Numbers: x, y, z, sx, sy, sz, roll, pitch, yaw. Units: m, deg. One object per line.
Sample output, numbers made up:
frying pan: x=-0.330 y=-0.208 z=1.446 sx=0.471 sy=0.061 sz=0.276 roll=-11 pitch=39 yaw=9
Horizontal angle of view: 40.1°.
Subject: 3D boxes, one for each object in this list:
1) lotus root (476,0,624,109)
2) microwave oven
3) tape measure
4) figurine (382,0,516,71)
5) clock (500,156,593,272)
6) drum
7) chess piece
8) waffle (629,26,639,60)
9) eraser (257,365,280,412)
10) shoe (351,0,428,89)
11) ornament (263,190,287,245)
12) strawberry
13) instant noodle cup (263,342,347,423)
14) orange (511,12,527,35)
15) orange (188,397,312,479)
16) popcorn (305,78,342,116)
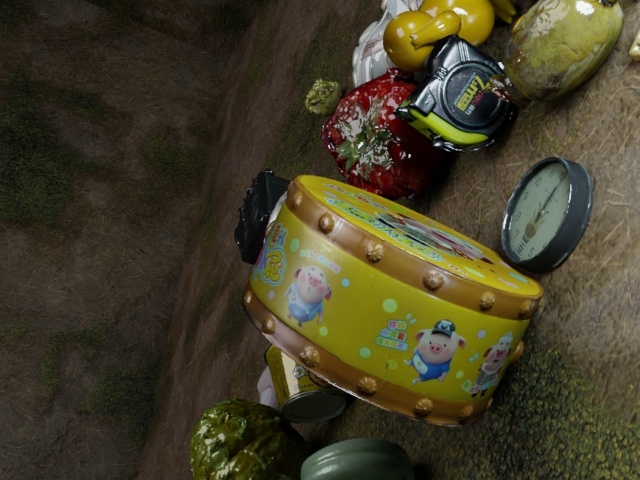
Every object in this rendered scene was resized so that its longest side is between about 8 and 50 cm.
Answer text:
lotus root: x=0.367 y=-0.297 z=1.397 sx=0.278 sy=0.154 sz=0.154 roll=-49 pitch=28 yaw=44
microwave oven: x=-0.121 y=-0.051 z=2.400 sx=0.178 sy=0.188 sz=0.247 roll=-59 pitch=22 yaw=28
tape measure: x=0.251 y=-0.252 z=1.593 sx=0.199 sy=0.186 sz=0.112 roll=-56 pitch=8 yaw=-5
figurine: x=0.242 y=-0.414 z=1.717 sx=0.228 sy=0.215 sz=0.215 roll=-59 pitch=17 yaw=-10
clock: x=0.344 y=-0.041 z=1.355 sx=0.184 sy=0.040 sz=0.185 roll=-54 pitch=25 yaw=40
drum: x=0.103 y=0.077 z=1.324 sx=0.214 sy=0.431 sz=0.431 roll=-65 pitch=20 yaw=12
chess piece: x=0.073 y=0.489 z=1.394 sx=0.194 sy=0.194 sz=0.299 roll=-51 pitch=36 yaw=43
waffle: x=0.494 y=-0.296 z=1.229 sx=0.092 sy=0.021 sz=0.135 roll=-70 pitch=20 yaw=6
eraser: x=-0.099 y=0.367 z=2.128 sx=0.204 sy=0.059 sz=0.243 roll=-93 pitch=26 yaw=-48
shoe: x=0.198 y=-0.454 z=1.954 sx=0.198 sy=0.171 sz=0.351 roll=11 pitch=84 yaw=68
ornament: x=0.000 y=0.000 z=1.965 sx=0.259 sy=0.225 sz=0.259 roll=-55 pitch=25 yaw=40
strawberry: x=0.151 y=-0.217 z=1.812 sx=0.274 sy=0.220 sz=0.274 roll=0 pitch=89 yaw=36
instant noodle cup: x=-0.023 y=0.293 z=1.845 sx=0.182 sy=0.182 sz=0.144 roll=-53 pitch=35 yaw=40
orange: x=0.376 y=-0.360 z=1.535 sx=0.083 sy=0.070 sz=0.083 roll=-24 pitch=60 yaw=49
orange: x=-0.139 y=0.456 z=1.823 sx=0.223 sy=0.301 sz=0.300 roll=-40 pitch=18 yaw=2
popcorn: x=0.012 y=-0.412 z=2.531 sx=0.097 sy=0.109 sz=0.089 roll=58 pitch=164 yaw=23
